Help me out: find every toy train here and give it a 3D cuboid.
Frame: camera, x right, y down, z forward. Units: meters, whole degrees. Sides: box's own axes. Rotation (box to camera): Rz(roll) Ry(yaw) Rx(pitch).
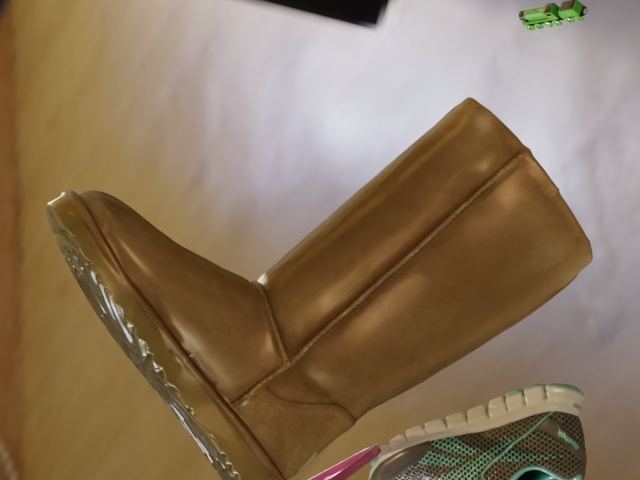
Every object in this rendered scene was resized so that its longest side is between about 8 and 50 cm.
[{"bbox_3d":[0.220,-0.215,1.815,0.083,0.024,0.017,-4,61,52],"label":"toy train"}]

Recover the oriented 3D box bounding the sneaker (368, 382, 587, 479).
[{"bbox_3d":[0.107,0.155,1.289,0.166,0.065,0.076,-24,64,26],"label":"sneaker"}]

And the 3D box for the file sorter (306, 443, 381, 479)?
[{"bbox_3d":[0.015,0.312,1.276,0.202,0.182,0.290,-35,86,48],"label":"file sorter"}]

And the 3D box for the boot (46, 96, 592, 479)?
[{"bbox_3d":[0.000,0.000,1.164,0.269,0.236,0.089,-38,13,-15],"label":"boot"}]
